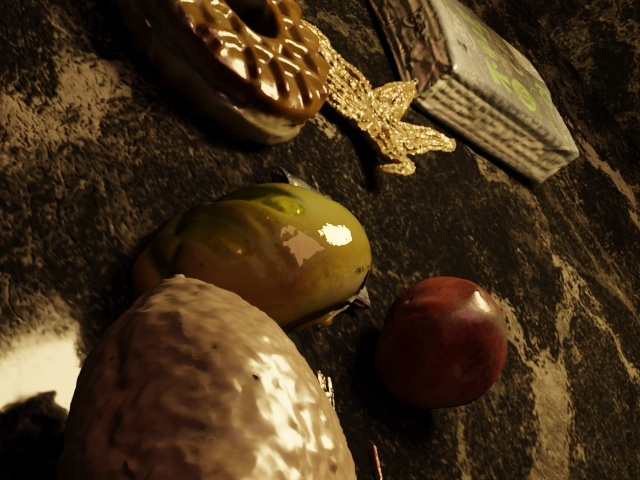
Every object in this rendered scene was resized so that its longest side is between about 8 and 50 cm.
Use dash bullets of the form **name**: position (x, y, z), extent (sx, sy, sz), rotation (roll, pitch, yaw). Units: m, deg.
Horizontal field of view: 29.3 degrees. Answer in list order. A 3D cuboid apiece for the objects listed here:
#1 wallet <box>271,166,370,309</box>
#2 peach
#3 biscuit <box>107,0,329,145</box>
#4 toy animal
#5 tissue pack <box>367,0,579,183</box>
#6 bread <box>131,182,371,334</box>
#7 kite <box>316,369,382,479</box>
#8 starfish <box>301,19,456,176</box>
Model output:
- **wallet**: position (-0.001, 0.001, 1.401), extent (0.111, 0.030, 0.166), rotation (30, 34, -50)
- **peach**: position (0.134, 0.105, 1.363), extent (0.152, 0.152, 0.152), rotation (40, 27, -26)
- **biscuit**: position (-0.119, -0.258, 1.448), extent (0.332, 0.103, 0.332), rotation (41, 27, -26)
- **toy animal**: position (-0.074, 0.167, 0.858), extent (0.226, 0.188, 0.358), rotation (48, 22, -38)
- **tissue pack**: position (0.272, -0.294, 2.170), extent (0.394, 0.124, 0.288), rotation (27, 33, -44)
- **bread**: position (-0.047, 0.012, 1.149), extent (0.158, 0.156, 0.261), rotation (59, 24, 10)
- **kite**: position (0.014, 0.221, 1.160), extent (0.198, 0.006, 0.244), rotation (31, 33, -39)
- **starfish**: position (0.079, -0.190, 1.762), extent (0.302, 0.060, 0.299), rotation (4, 47, -52)
